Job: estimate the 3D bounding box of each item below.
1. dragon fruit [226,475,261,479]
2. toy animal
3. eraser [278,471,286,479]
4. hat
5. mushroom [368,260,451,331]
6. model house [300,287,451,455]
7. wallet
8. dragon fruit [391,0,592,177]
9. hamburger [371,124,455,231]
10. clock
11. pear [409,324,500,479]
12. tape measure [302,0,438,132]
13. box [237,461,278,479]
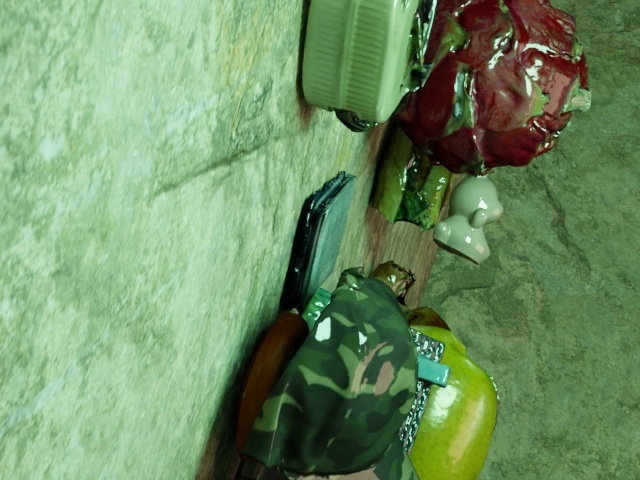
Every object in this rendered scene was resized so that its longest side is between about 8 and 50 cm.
[{"bbox_3d":[-0.080,0.372,1.429,0.121,0.142,0.130,-61,159,11],"label":"dragon fruit"},{"bbox_3d":[0.284,-0.071,1.969,0.124,0.124,0.212,22,91,-79],"label":"toy animal"},{"bbox_3d":[-0.060,0.424,1.933,0.083,0.019,0.038,90,18,-58],"label":"eraser"},{"bbox_3d":[0.083,0.237,1.423,0.257,0.381,0.366,-37,-166,36],"label":"hat"},{"bbox_3d":[0.143,0.212,2.234,0.254,0.267,0.267,-116,-150,-52],"label":"mushroom"},{"bbox_3d":[0.061,0.240,1.683,0.226,0.241,0.261,80,29,-73],"label":"model house"},{"bbox_3d":[0.002,0.001,1.550,0.222,0.036,0.167,-44,149,-70],"label":"wallet"},{"bbox_3d":[0.245,-0.254,1.692,0.329,0.329,0.329,17,90,-80],"label":"dragon fruit"},{"bbox_3d":[0.188,-0.144,2.018,0.309,0.132,0.211,-40,145,-69],"label":"hamburger"},{"bbox_3d":[-0.065,0.194,1.455,0.205,0.051,0.205,15,90,-77],"label":"clock"},{"bbox_3d":[0.098,0.316,1.870,0.386,0.340,0.191,-48,153,14],"label":"pear"},{"bbox_3d":[0.077,-0.265,1.279,0.271,0.133,0.231,-66,167,-45],"label":"tape measure"},{"bbox_3d":[-0.126,0.438,1.559,0.142,0.044,0.285,77,31,-62],"label":"box"}]
